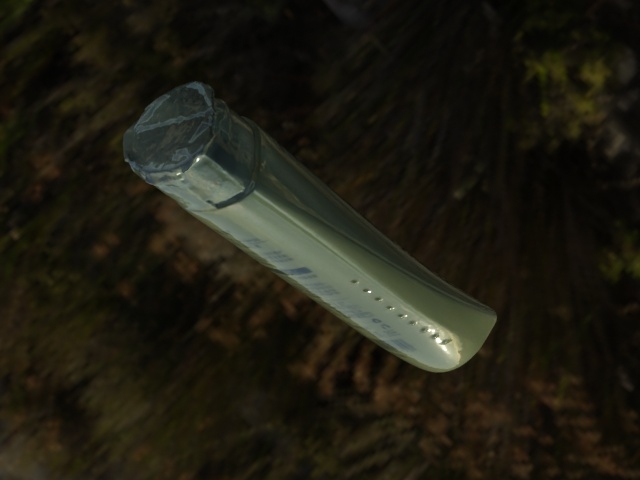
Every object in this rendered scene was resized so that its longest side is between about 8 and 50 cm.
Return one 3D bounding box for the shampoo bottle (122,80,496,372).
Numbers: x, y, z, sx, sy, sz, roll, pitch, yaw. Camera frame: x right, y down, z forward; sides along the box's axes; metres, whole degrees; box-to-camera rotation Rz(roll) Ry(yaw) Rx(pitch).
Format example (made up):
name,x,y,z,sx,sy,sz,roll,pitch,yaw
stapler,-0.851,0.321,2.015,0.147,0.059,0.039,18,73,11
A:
name,x,y,z,sx,sy,sz,roll,pitch,yaw
shampoo bottle,0.000,0.000,0.711,0.072,0.049,0.212,22,169,48
